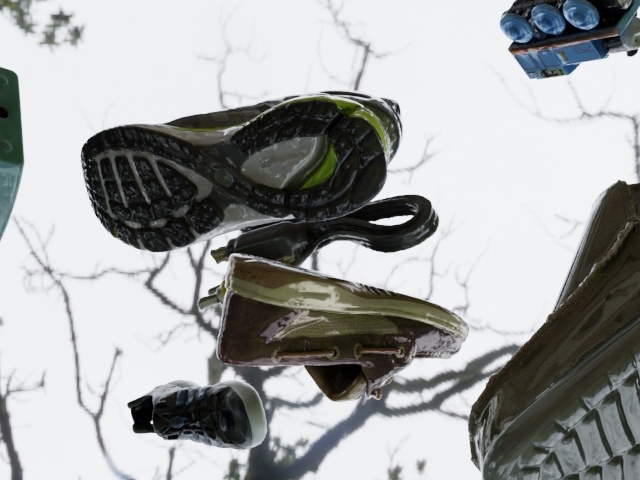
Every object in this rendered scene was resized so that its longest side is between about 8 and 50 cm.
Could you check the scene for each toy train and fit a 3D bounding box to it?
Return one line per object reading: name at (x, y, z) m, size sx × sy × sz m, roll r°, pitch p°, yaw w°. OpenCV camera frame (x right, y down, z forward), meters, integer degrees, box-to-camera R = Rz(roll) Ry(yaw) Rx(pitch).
toy train at (0.285, -0.243, 1.235) m, size 0.105 × 0.184 × 0.080 m, roll 46°, pitch -114°, yaw -26°

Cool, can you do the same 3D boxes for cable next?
cable at (0.000, 0.000, 1.191) m, size 0.287 × 0.072 × 0.139 m, roll -12°, pitch -148°, yaw 21°

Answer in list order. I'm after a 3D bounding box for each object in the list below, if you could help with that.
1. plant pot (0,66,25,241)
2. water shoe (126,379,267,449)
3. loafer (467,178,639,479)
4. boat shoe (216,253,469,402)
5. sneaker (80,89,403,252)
plant pot at (-0.366, -0.058, 0.969) m, size 0.166 × 0.234 × 0.165 m, roll 14°, pitch -129°, yaw -38°
water shoe at (-0.131, 0.189, 1.141) m, size 0.080 × 0.203 × 0.073 m, roll -16°, pitch -86°, yaw -35°
loafer at (0.148, 0.028, 0.478) m, size 0.251 × 0.094 × 0.087 m, roll -36°, pitch -144°, yaw -25°
boat shoe at (0.025, 0.102, 1.112) m, size 0.123 × 0.123 × 0.342 m, roll 13°, pitch 178°, yaw 39°
sneaker at (-0.064, -0.061, 0.890) m, size 0.300 × 0.111 × 0.121 m, roll -3°, pitch -165°, yaw 28°
